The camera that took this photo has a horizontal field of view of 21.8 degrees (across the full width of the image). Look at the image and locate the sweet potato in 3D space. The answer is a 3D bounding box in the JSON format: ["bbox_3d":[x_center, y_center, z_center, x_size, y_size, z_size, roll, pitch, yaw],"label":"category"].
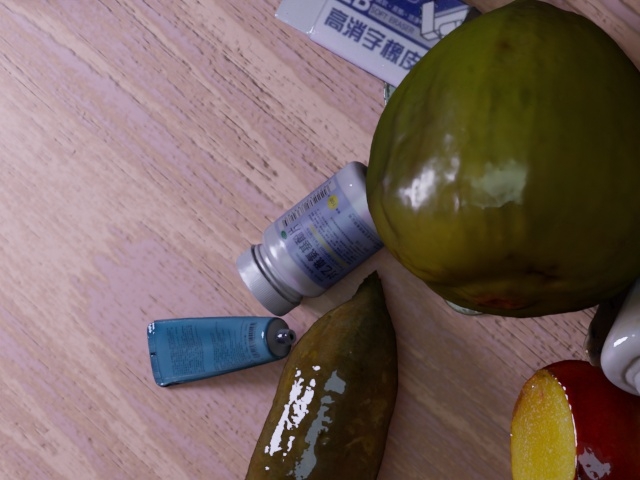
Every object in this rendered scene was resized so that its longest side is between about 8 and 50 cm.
[{"bbox_3d":[0.006,0.213,1.912,0.158,0.158,0.369,19,96,14],"label":"sweet potato"}]

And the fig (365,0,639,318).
[{"bbox_3d":[0.214,-0.092,1.759,0.343,0.343,0.343,1,92,16],"label":"fig"}]

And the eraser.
[{"bbox_3d":[0.066,-0.258,1.915,0.210,0.068,0.124,32,98,18],"label":"eraser"}]

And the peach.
[{"bbox_3d":[0.288,0.230,1.814,0.192,0.190,0.190,38,102,-5],"label":"peach"}]

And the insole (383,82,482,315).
[{"bbox_3d":[0.150,-0.084,1.933,0.119,0.009,0.348,-12,88,15],"label":"insole"}]

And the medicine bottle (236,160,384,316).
[{"bbox_3d":[0.000,0.000,1.930,0.187,0.103,0.102,-37,82,13],"label":"medicine bottle"}]

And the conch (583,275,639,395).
[{"bbox_3d":[0.377,0.082,1.773,0.127,0.255,0.158,37,142,-6],"label":"conch"}]

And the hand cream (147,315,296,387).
[{"bbox_3d":[-0.119,0.127,1.975,0.224,0.048,0.083,-9,90,38],"label":"hand cream"}]
